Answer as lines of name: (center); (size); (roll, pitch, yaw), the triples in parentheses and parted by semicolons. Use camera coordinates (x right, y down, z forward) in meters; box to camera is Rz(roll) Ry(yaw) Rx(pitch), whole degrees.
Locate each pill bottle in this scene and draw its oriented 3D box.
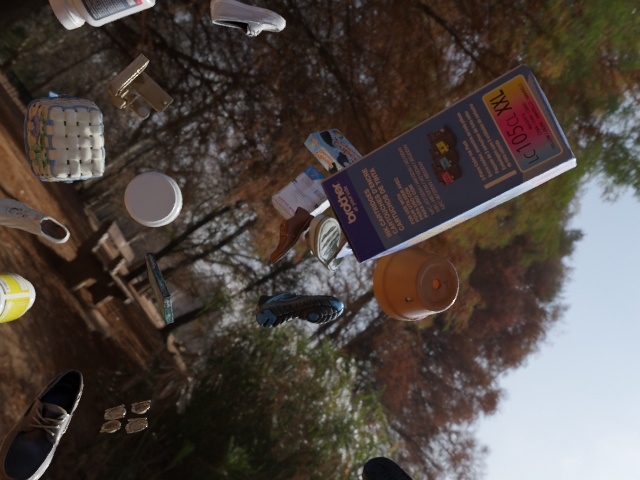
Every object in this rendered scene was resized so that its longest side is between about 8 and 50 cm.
pill bottle: (-1.174, 0.208, 2.090); (0.188, 0.188, 0.334); (54, -5, 0)
pill bottle: (-0.628, -0.154, 2.185); (0.204, 0.204, 0.361); (56, -10, -9)
pill bottle: (-0.431, -0.485, 1.135); (0.108, 0.180, 0.108); (-18, 90, -86)

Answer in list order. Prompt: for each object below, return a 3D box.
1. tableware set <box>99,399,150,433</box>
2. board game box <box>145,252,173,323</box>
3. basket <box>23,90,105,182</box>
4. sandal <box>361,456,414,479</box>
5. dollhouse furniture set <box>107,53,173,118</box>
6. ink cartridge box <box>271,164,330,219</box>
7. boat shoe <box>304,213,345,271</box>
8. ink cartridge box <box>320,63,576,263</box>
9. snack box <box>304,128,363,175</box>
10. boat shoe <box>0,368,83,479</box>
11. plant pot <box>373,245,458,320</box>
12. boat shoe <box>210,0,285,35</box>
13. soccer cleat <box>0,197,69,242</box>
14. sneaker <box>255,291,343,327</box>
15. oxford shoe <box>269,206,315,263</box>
tableware set: (-0.602, 0.547, 1.783); (0.168, 0.141, 0.020); (-126, -150, -70)
board game box: (-0.485, 0.142, 1.733); (0.186, 0.026, 0.126); (56, -29, 36)
basket: (-0.702, -0.283, 1.583); (0.289, 0.201, 0.255); (19, -69, 56)
sandal: (0.300, 0.786, 1.695); (0.446, 0.167, 0.107); (32, -58, 36)
dollhouse furniture set: (-0.458, -0.384, 1.498); (0.123, 0.144, 0.151); (44, -22, -16)
ink cartridge box: (-0.054, -0.148, 2.022); (0.139, 0.191, 0.082); (46, -14, 15)
boat shoe: (0.000, 0.000, 1.797); (0.103, 0.113, 0.302); (37, -17, 24)
ink cartridge box: (0.185, -0.093, 0.924); (0.270, 0.395, 0.151); (-11, 77, -65)
snack box: (0.102, -0.283, 2.182); (0.322, 0.187, 0.060); (49, -56, 10)
boat shoe: (-0.736, 0.478, 1.527); (0.132, 0.130, 0.355); (25, 30, -16)
plant pot: (0.368, 0.157, 2.135); (0.291, 0.291, 0.203); (58, -24, -13)
boat shoe: (-0.168, -0.511, 1.348); (0.066, 0.184, 0.063); (0, -95, 54)
soccer cleat: (-0.695, -0.050, 1.379); (0.196, 0.068, 0.076); (28, -19, -29)
sneaker: (-0.083, 0.246, 2.251); (0.139, 0.341, 0.125); (-104, -167, -60)
oxford shoe: (-0.102, -0.017, 1.760); (0.076, 0.212, 0.076); (41, -31, -11)
